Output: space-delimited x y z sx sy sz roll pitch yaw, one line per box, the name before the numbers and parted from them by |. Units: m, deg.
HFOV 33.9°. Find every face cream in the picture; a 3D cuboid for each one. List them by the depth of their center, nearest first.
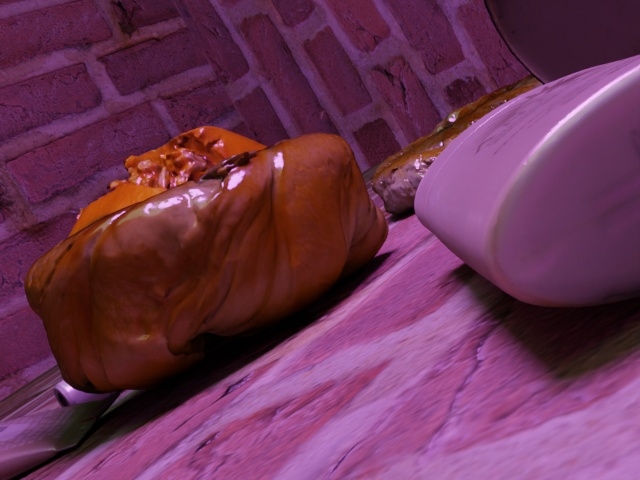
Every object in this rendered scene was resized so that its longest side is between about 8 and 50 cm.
face cream | 0.139 -0.044 0.552 0.173 0.081 0.348 -30 4 4
face cream | -0.369 0.232 1.048 0.341 0.084 0.137 -22 7 10

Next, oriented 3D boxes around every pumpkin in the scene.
pumpkin | -0.188 -0.017 1.515 0.225 0.256 0.303 -21 33 43

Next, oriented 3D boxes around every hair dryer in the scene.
hair dryer | -0.278 0.177 1.245 0.082 0.047 0.137 -34 -1 -29

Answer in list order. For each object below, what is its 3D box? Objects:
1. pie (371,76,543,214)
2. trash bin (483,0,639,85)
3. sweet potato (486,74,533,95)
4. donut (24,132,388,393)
pie | 0.175 -0.119 1.306 0.277 0.079 0.277 -33 3 2
trash bin | 0.360 -0.314 0.972 0.432 0.280 0.280 -38 7 -38
sweet potato | 0.377 -0.282 2.033 0.264 0.057 0.057 -28 5 40
donut | -0.114 0.027 1.006 0.360 0.170 0.360 -25 2 1
